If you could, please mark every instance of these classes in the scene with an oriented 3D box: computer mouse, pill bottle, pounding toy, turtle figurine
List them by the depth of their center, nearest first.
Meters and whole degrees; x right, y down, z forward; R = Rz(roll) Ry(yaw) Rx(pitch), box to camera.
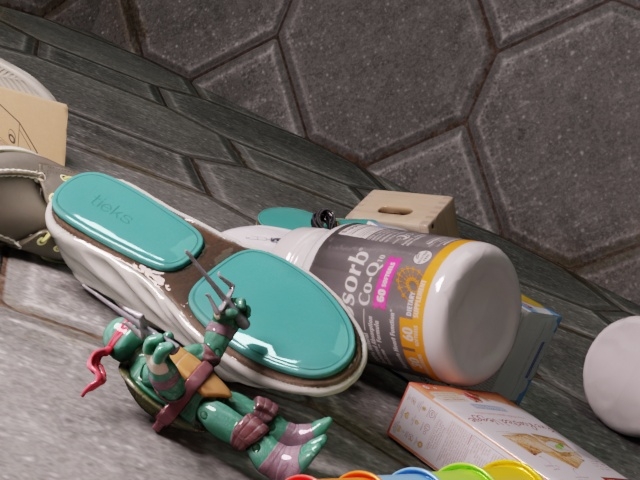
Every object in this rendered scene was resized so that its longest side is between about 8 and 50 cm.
[{"bbox_3d":[-0.101,0.111,1.074,0.234,0.118,0.175,38,25,-1],"label":"turtle figurine"},{"bbox_3d":[0.075,0.065,1.456,0.278,0.162,0.162,9,-2,42],"label":"pill bottle"},{"bbox_3d":[-0.066,0.009,1.641,0.193,0.042,0.106,-7,51,4],"label":"computer mouse"},{"bbox_3d":[0.100,0.042,1.780,0.181,0.206,0.094,7,34,32],"label":"pounding toy"},{"bbox_3d":[0.523,0.206,1.829,0.302,0.169,0.169,14,14,-44],"label":"pill bottle"}]

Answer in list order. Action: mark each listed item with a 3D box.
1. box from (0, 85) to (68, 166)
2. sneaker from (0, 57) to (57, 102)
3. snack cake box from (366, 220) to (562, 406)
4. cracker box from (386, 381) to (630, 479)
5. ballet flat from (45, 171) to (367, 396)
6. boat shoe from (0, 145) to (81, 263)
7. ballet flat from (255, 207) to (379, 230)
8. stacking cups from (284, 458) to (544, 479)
[{"bbox_3d":[-0.383,-0.103,1.465,0.201,0.164,0.021,14,-19,-42],"label":"box"},{"bbox_3d":[-0.544,-0.241,1.878,0.350,0.131,0.148,22,14,-6],"label":"sneaker"},{"bbox_3d":[0.145,0.099,1.581,0.264,0.152,0.089,31,12,35],"label":"snack cake box"},{"bbox_3d":[0.202,0.227,1.282,0.156,0.067,0.232,13,15,-46],"label":"cracker box"},{"bbox_3d":[-0.114,0.062,1.277,0.400,0.139,0.139,29,12,27],"label":"ballet flat"},{"bbox_3d":[-0.289,-0.030,1.411,0.091,0.109,0.305,24,5,32],"label":"boat shoe"},{"bbox_3d":[0.000,0.000,1.714,0.188,0.070,0.070,10,2,29],"label":"ballet flat"},{"bbox_3d":[0.057,0.210,0.961,0.316,0.096,0.096,12,15,-48],"label":"stacking cups"}]
